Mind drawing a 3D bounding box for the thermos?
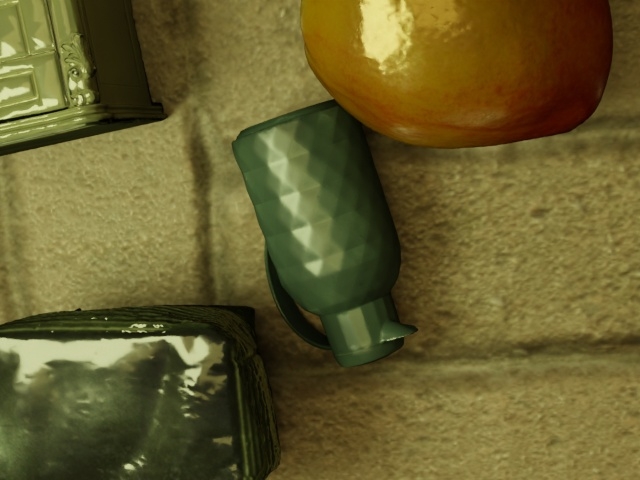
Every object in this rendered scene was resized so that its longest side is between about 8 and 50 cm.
[{"bbox_3d":[0.000,0.000,1.363,0.182,0.145,0.286,-13,96,44],"label":"thermos"}]

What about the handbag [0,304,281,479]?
[{"bbox_3d":[-0.203,0.182,1.365,0.341,0.240,0.247,-4,97,10],"label":"handbag"}]

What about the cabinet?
[{"bbox_3d":[-0.364,-0.256,1.350,0.290,0.227,0.318,-10,95,12],"label":"cabinet"}]

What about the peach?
[{"bbox_3d":[0.142,-0.234,1.235,0.308,0.289,0.289,15,99,17],"label":"peach"}]
